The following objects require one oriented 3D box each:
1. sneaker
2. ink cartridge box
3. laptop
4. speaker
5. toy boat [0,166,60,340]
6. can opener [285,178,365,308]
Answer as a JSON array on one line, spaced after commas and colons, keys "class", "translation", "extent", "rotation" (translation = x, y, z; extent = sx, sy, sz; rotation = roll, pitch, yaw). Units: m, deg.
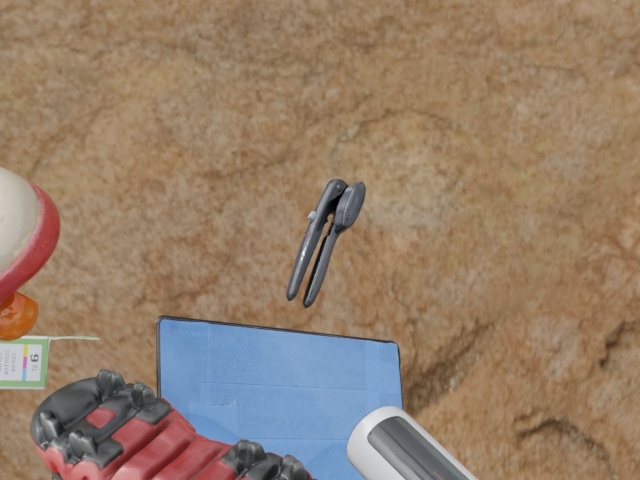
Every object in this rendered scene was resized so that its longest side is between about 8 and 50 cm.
[{"class": "sneaker", "translation": [-0.078, 0.193, 0.688], "extent": [0.276, 0.135, 0.097], "rotation": [21, 37, 32]}, {"class": "ink cartridge box", "translation": [-0.365, 0.138, 1.180], "extent": [0.209, 0.109, 0.062], "rotation": [3, 84, -19]}, {"class": "laptop", "translation": [0.050, 0.283, 1.058], "extent": [0.408, 0.382, 0.236], "rotation": [31, 104, 44]}, {"class": "speaker", "translation": [0.076, 0.169, 0.687], "extent": [0.055, 0.055, 0.136], "rotation": [-37, 40, -12]}, {"class": "toy boat", "translation": [-0.321, 0.045, 0.951], "extent": [0.231, 0.151, 0.151], "rotation": [-45, 49, 7]}, {"class": "can opener", "translation": [0.000, 0.000, 1.380], "extent": [0.059, 0.073, 0.186], "rotation": [28, 77, -3]}]
